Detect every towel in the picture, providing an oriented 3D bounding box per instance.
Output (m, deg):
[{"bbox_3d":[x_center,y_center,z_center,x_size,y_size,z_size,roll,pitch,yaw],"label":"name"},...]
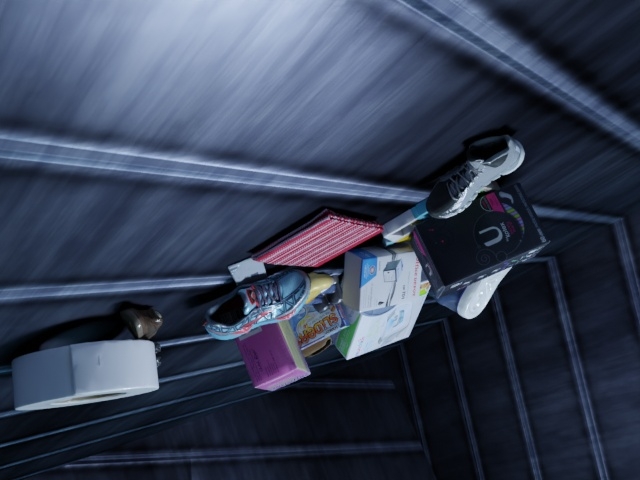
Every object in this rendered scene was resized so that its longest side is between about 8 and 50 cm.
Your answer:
[{"bbox_3d":[0.000,0.000,1.532,0.199,0.031,0.275,-30,163,22],"label":"towel"}]

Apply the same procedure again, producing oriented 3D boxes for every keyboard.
[{"bbox_3d":[-0.155,0.078,1.601,0.072,0.014,0.256,-27,166,-8],"label":"keyboard"}]

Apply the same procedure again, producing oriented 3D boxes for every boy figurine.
[{"bbox_3d":[-0.037,0.133,1.812,0.177,0.092,0.285,-29,168,19],"label":"boy figurine"}]

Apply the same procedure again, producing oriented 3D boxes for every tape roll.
[{"bbox_3d":[-0.479,0.276,1.491,0.286,0.100,0.286,-8,167,-2],"label":"tape roll"}]

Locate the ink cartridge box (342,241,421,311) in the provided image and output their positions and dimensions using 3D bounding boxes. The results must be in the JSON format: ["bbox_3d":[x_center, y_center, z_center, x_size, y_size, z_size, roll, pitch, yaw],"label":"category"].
[{"bbox_3d":[0.154,0.087,1.799,0.191,0.139,0.082,-8,-160,-31],"label":"ink cartridge box"}]

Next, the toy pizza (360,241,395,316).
[{"bbox_3d":[0.148,0.098,1.870,0.201,0.201,0.032,-15,-157,-30],"label":"toy pizza"}]

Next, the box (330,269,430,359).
[{"bbox_3d":[0.162,0.182,2.065,0.231,0.127,0.262,-15,140,-30],"label":"box"}]

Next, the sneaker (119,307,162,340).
[{"bbox_3d":[-0.363,0.161,1.497,0.071,0.066,0.188,-37,175,-19],"label":"sneaker"}]

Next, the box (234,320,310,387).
[{"bbox_3d":[-0.133,0.260,1.856,0.117,0.213,0.243,-25,165,2],"label":"box"}]

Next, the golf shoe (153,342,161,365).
[{"bbox_3d":[-0.461,0.302,1.803,0.094,0.077,0.198,2,150,-28],"label":"golf shoe"}]

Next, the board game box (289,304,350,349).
[{"bbox_3d":[-0.033,0.218,2.015,0.201,0.136,0.035,-30,163,20],"label":"board game box"}]

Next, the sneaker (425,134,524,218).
[{"bbox_3d":[0.287,-0.137,1.432,0.229,0.086,0.132,-39,156,15],"label":"sneaker"}]

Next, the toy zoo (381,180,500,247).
[{"bbox_3d":[0.266,-0.063,1.719,0.293,0.030,0.192,-32,163,27],"label":"toy zoo"}]

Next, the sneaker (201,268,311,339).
[{"bbox_3d":[-0.138,0.141,1.614,0.262,0.104,0.125,-28,163,-5],"label":"sneaker"}]

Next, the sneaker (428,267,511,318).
[{"bbox_3d":[0.409,0.036,2.051,0.130,0.236,0.323,16,106,-45],"label":"sneaker"}]

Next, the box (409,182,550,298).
[{"bbox_3d":[0.368,0.002,1.711,0.270,0.165,0.143,-23,165,-4],"label":"box"}]

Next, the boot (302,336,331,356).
[{"bbox_3d":[-0.092,0.352,2.423,0.305,0.115,0.112,-32,165,30],"label":"boot"}]
